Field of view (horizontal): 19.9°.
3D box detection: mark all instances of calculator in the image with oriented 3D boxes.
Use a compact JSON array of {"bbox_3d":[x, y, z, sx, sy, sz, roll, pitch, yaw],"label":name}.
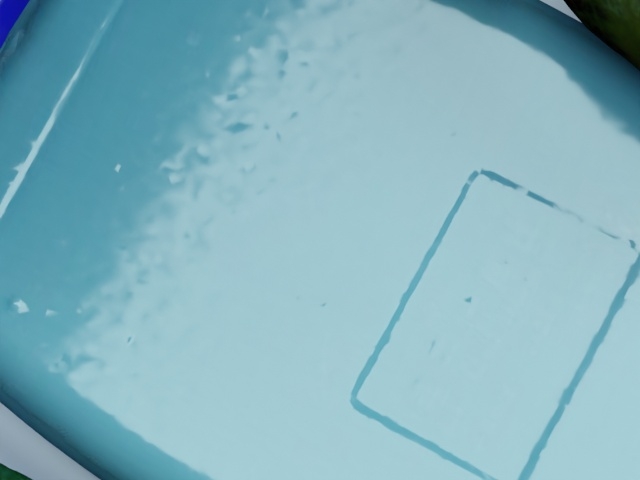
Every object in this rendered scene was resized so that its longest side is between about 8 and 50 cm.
[{"bbox_3d":[0.000,0.000,0.729,0.386,0.054,0.256,27,85,18],"label":"calculator"}]

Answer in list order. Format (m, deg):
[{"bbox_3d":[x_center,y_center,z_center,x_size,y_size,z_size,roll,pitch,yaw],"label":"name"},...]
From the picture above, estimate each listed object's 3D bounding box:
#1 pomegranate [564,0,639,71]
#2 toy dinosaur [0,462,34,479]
[{"bbox_3d":[0.192,-0.147,0.652,0.222,0.276,0.204,19,122,2],"label":"pomegranate"},{"bbox_3d":[-0.023,0.139,0.666,0.301,0.087,0.447,-32,84,14],"label":"toy dinosaur"}]
